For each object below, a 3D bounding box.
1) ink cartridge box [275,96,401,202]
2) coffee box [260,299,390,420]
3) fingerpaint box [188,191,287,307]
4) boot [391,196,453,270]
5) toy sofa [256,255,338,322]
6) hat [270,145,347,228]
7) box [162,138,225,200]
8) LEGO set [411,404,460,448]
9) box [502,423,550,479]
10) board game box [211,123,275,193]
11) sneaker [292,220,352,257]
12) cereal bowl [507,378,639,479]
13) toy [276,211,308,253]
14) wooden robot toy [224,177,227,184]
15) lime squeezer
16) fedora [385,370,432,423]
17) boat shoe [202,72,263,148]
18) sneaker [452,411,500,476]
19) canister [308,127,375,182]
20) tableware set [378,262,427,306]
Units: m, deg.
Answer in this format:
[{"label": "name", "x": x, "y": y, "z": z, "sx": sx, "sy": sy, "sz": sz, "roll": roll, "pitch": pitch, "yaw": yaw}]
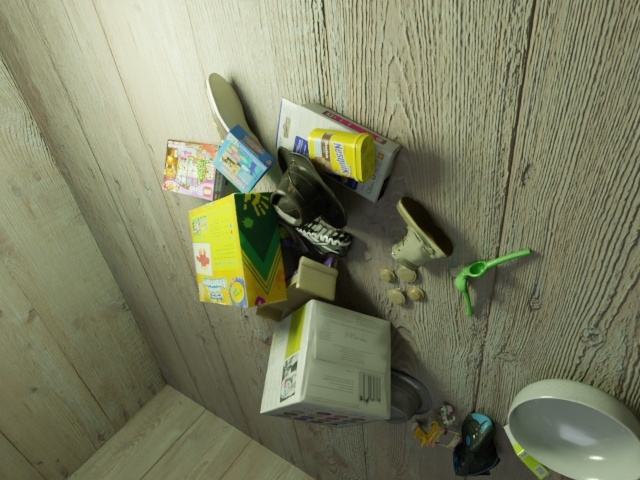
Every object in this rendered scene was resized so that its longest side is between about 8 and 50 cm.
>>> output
[{"label": "ink cartridge box", "x": 0.038, "y": -0.271, "z": 1.195, "sx": 0.371, "sy": 0.069, "sz": 0.176, "roll": 30, "pitch": 137, "yaw": 15}, {"label": "coffee box", "x": 0.021, "y": 0.456, "z": 1.477, "sx": 0.337, "sy": 0.338, "sz": 0.334, "roll": 20, "pitch": 145, "yaw": -21}, {"label": "fingerpaint box", "x": -0.314, "y": 0.041, "z": 1.509, "sx": 0.445, "sy": 0.163, "sz": 0.371, "roll": -8, "pitch": 89, "yaw": 54}, {"label": "boot", "x": 0.259, "y": -0.013, "z": 1.203, "sx": 0.213, "sy": 0.077, "sz": 0.165, "roll": 48, "pitch": 141, "yaw": -6}, {"label": "toy sofa", "x": -0.092, "y": 0.172, "z": 1.527, "sx": 0.150, "sy": 0.177, "sz": 0.362, "roll": 23, "pitch": 145, "yaw": -23}, {"label": "hat", "x": -0.071, "y": -0.125, "z": 1.250, "sx": 0.331, "sy": 0.134, "sz": 0.331, "roll": 46, "pitch": 168, "yaw": 13}, {"label": "box", "x": -0.480, "y": -0.272, "z": 1.567, "sx": 0.293, "sy": 0.057, "sz": 0.201, "roll": 14, "pitch": 100, "yaw": 32}, {"label": "LEGO set", "x": 0.456, "y": 0.756, "z": 1.614, "sx": 0.107, "sy": 0.132, "sz": 0.287, "roll": 19, "pitch": 140, "yaw": -3}, {"label": "box", "x": 0.672, "y": 0.682, "z": 1.357, "sx": 0.109, "sy": 0.178, "sz": 0.042, "roll": 46, "pitch": 101, "yaw": 2}, {"label": "board game box", "x": -0.252, "y": -0.252, "z": 1.322, "sx": 0.160, "sy": 0.047, "sz": 0.210, "roll": 44, "pitch": 146, "yaw": -9}, {"label": "sneaker", "x": 0.000, "y": 0.000, "z": 1.427, "sx": 0.234, "sy": 0.078, "sz": 0.106, "roll": 19, "pitch": 130, "yaw": 25}, {"label": "cereal bowl", "x": 0.728, "y": 0.521, "z": 1.176, "sx": 0.339, "sy": 0.141, "sz": 0.339, "roll": 23, "pitch": 134, "yaw": 26}, {"label": "toy", "x": -0.150, "y": -0.037, "z": 1.516, "sx": 0.237, "sy": 0.056, "sz": 0.137, "roll": 56, "pitch": 160, "yaw": -6}, {"label": "wooden robot toy", "x": -0.440, "y": -0.228, "z": 1.618, "sx": 0.173, "sy": 0.079, "sz": 0.076, "roll": -6, "pitch": 118, "yaw": 42}, {"label": "lime squeezer", "x": 0.448, "y": 0.111, "z": 1.156, "sx": 0.110, "sy": 0.059, "sz": 0.310, "roll": 35, "pitch": 137, "yaw": 14}, {"label": "fedora", "x": 0.292, "y": 0.645, "z": 1.653, "sx": 0.275, "sy": 0.124, "sz": 0.244, "roll": 9, "pitch": 127, "yaw": 36}, {"label": "boat shoe", "x": -0.298, "y": -0.380, "z": 1.357, "sx": 0.096, "sy": 0.116, "sz": 0.324, "roll": -6, "pitch": 123, "yaw": 39}, {"label": "sneaker", "x": 0.592, "y": 0.752, "z": 1.517, "sx": 0.139, "sy": 0.125, "sz": 0.341, "roll": 6, "pitch": 127, "yaw": 4}, {"label": "canister", "x": 0.055, "y": -0.233, "z": 1.111, "sx": 0.170, "sy": 0.073, "sz": 0.126, "roll": 18, "pitch": 133, "yaw": 31}, {"label": "tableware set", "x": 0.269, "y": 0.147, "z": 1.362, "sx": 0.141, "sy": 0.020, "sz": 0.169, "roll": -9, "pitch": 114, "yaw": 41}]
